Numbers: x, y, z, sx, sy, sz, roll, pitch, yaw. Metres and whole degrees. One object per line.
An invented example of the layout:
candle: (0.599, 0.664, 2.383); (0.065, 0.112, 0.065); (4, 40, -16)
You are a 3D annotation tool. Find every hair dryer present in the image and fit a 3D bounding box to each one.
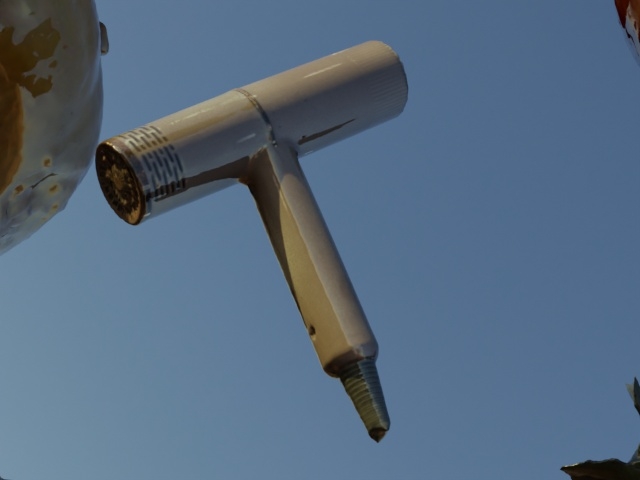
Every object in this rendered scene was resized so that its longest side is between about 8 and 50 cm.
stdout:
hair dryer: (0.011, -0.002, 0.815); (0.220, 0.195, 0.053); (53, -32, 18)

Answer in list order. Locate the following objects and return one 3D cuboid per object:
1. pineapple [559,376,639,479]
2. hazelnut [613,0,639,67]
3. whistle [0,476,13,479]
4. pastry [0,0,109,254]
pineapple: (0.256, 0.185, 0.820); (0.277, 0.119, 0.130); (50, -15, 48)
hazelnut: (0.105, -0.060, 0.304); (0.086, 0.086, 0.086); (34, -31, 24)
whistle: (-0.446, 0.213, 1.335); (0.348, 0.189, 0.189); (7, -25, -14)
pastry: (-0.333, -0.145, 0.969); (0.410, 0.245, 0.409); (6, -54, 8)
